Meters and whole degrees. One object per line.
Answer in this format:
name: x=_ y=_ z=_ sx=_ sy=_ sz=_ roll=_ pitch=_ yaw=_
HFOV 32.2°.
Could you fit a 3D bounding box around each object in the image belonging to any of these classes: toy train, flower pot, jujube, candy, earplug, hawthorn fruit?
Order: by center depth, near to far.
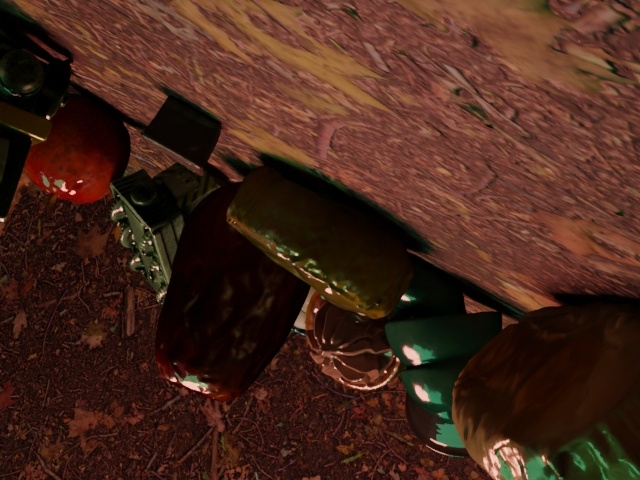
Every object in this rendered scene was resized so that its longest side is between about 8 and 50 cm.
candy: x=0.000 y=0.000 z=1.416 sx=0.260 sy=0.118 sz=0.260 roll=35 pitch=176 yaw=3
toy train: x=-0.476 y=-0.146 z=1.523 sx=0.160 sy=0.253 sz=0.397 roll=23 pitch=167 yaw=-27
earplug: x=0.135 y=0.125 z=1.559 sx=0.257 sy=0.280 sz=0.164 roll=-22 pitch=163 yaw=37
jujube: x=-0.126 y=0.071 z=1.616 sx=0.223 sy=0.318 sz=0.223 roll=22 pitch=169 yaw=4
hawthorn fruit: x=-0.405 y=-0.135 z=1.794 sx=0.179 sy=0.200 sz=0.179 roll=24 pitch=177 yaw=1
flower pot: x=0.239 y=0.227 z=1.840 sx=0.235 sy=0.235 sz=0.148 roll=26 pitch=154 yaw=35
toy train: x=-0.243 y=-0.015 z=1.870 sx=0.138 sy=0.178 sz=0.330 roll=47 pitch=160 yaw=25

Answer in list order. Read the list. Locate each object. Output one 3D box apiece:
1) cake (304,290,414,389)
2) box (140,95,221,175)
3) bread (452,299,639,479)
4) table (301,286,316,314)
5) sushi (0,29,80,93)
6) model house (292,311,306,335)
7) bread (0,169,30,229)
cake: x=0.046 y=0.148 z=1.776 sx=0.178 sy=0.185 sz=0.207 roll=-13 pitch=-146 yaw=-40
box: x=-0.164 y=-0.127 z=1.339 sx=0.084 sy=0.063 sz=0.060 roll=31 pitch=172 yaw=1
bread: x=0.266 y=0.171 z=1.081 sx=0.183 sy=0.236 sz=0.388 roll=46 pitch=-179 yaw=-6
table: x=-0.020 y=0.063 z=1.980 sx=0.220 sy=0.126 sz=0.126 roll=34 pitch=173 yaw=-29
sushi: x=-0.510 y=-0.308 z=1.565 sx=0.264 sy=0.050 sz=0.290 roll=12 pitch=165 yaw=24
model house: x=-0.062 y=0.105 z=2.274 sx=0.291 sy=0.185 sz=0.253 roll=24 pitch=172 yaw=38
bread: x=-0.692 y=-0.187 z=1.919 sx=0.390 sy=0.371 sz=0.279 roll=27 pitch=173 yaw=37
